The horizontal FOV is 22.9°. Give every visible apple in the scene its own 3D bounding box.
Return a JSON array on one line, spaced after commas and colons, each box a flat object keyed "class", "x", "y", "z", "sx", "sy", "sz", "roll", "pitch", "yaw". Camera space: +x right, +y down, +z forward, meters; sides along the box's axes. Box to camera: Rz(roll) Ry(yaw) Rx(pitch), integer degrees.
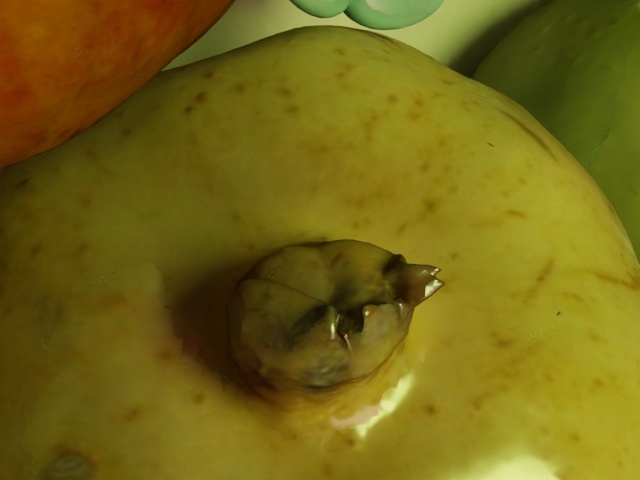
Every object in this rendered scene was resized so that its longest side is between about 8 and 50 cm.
[{"class": "apple", "x": 0.196, "y": -0.012, "z": 0.823, "sx": 0.279, "sy": 0.279, "sz": 0.279, "roll": -22, "pitch": 127, "yaw": -31}]

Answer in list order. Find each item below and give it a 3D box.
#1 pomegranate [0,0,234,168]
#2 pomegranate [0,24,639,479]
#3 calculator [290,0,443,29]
[{"class": "pomegranate", "x": -0.135, "y": -0.154, "z": 0.465, "sx": 0.252, "sy": 0.229, "sz": 0.270, "roll": -25, "pitch": 118, "yaw": -19}, {"class": "pomegranate", "x": -0.009, "y": 0.069, "z": 0.628, "sx": 0.342, "sy": 0.342, "sz": 0.342, "roll": -22, "pitch": 127, "yaw": -31}, {"class": "calculator", "x": 0.012, "y": -0.232, "z": 0.625, "sx": 0.184, "sy": 0.042, "sz": 0.295, "roll": -6, "pitch": 102, "yaw": -29}]
